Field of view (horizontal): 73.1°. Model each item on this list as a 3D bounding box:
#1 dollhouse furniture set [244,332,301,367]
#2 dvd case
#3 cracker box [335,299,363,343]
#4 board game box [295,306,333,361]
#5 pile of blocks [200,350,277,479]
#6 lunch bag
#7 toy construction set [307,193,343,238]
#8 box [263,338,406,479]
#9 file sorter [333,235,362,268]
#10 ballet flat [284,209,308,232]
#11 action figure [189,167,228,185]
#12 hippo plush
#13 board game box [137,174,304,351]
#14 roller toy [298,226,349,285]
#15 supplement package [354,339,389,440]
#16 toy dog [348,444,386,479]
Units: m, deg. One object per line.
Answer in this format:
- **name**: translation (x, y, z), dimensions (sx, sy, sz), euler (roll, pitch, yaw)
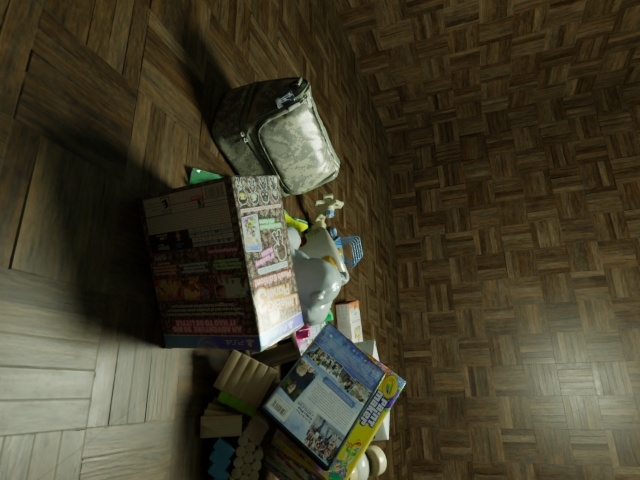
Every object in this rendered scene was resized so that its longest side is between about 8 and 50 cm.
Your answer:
- **dollhouse furniture set**: translation (-0.132, 0.259, 1.123), dimensions (0.183, 0.129, 0.129), euler (-135, -149, -70)
- **dvd case**: translation (0.014, 0.323, 0.927), dimensions (0.180, 0.022, 0.253), euler (42, 52, 2)
- **cracker box**: translation (0.128, 0.381, 1.859), dimensions (0.155, 0.067, 0.233), euler (6, 77, -70)
- **board game box**: translation (0.008, 0.412, 1.427), dimensions (0.390, 0.050, 0.390), euler (6, 73, -77)
- **pile of blocks**: translation (-0.180, 0.415, 0.918), dimensions (0.112, 0.148, 0.363), euler (141, -47, -75)
- **lunch bag**: translation (-0.103, -0.272, 1.154), dimensions (0.305, 0.255, 0.213), euler (61, 28, -46)
- **toy construction set**: translation (0.000, 0.000, 1.543), dimensions (0.215, 0.151, 0.328), euler (44, 53, -61)
- **box**: translation (0.027, 0.448, 1.051), dimensions (0.290, 0.177, 0.279), euler (-45, 162, -36)
- **file sorter**: translation (0.113, 0.051, 1.890), dimensions (0.170, 0.104, 0.118), euler (-35, 115, -69)
- **ballet flat**: translation (-0.113, -0.051, 1.344), dimensions (0.231, 0.077, 0.077), euler (29, 76, -64)
- **action figure**: translation (-0.220, -0.111, 1.052), dimensions (0.232, 0.063, 0.137), euler (-30, 116, -69)
- **hippo plush**: translation (-0.049, 0.070, 1.056), dimensions (0.234, 0.236, 0.294), euler (-41, 153, -56)
- **board game box**: translation (-0.183, 0.041, 0.801), dimensions (0.141, 0.231, 0.291), euler (-16, 99, -59)
- **roller toy**: translation (-0.001, 0.063, 1.306), dimensions (0.191, 0.146, 0.209), euler (63, -2, 24)
- **supplement package**: translation (0.138, 0.507, 1.466), dimensions (0.204, 0.145, 0.262), euler (-49, 126, -75)
- **toy dog**: translation (0.043, 0.718, 1.294), dimensions (0.220, 0.334, 0.161), euler (35, 7, -45)
